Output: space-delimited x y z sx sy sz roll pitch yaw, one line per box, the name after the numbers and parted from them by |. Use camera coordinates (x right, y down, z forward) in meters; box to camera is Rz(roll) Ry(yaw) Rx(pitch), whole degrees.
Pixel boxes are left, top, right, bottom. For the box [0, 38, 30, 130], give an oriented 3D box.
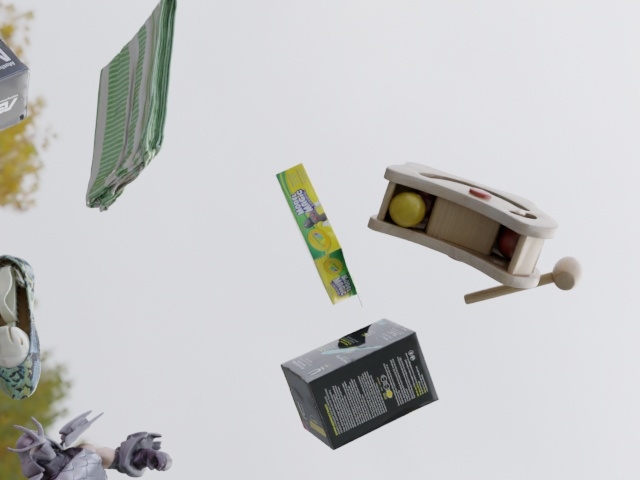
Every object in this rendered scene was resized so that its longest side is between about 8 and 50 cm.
-0.396 -0.130 1.179 0.216 0.270 0.060 43 -39 22 | box

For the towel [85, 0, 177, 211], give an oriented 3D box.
-0.272 -0.192 2.185 0.325 0.038 0.248 147 -50 -64 | towel

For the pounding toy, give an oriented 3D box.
0.184 0.020 1.815 0.269 0.154 0.155 18 -75 0 | pounding toy

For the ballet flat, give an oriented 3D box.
-0.385 0.102 1.895 0.070 0.070 0.188 119 -36 -58 | ballet flat

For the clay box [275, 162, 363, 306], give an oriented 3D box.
0.000 0.000 2.402 0.127 0.053 0.222 67 0 -51 | clay box

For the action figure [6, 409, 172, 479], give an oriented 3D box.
-0.192 0.276 1.472 0.285 0.185 0.099 47 -34 -8 | action figure

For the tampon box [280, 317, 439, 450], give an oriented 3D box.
0.050 0.186 2.013 0.101 0.161 0.120 70 -15 -13 | tampon box
